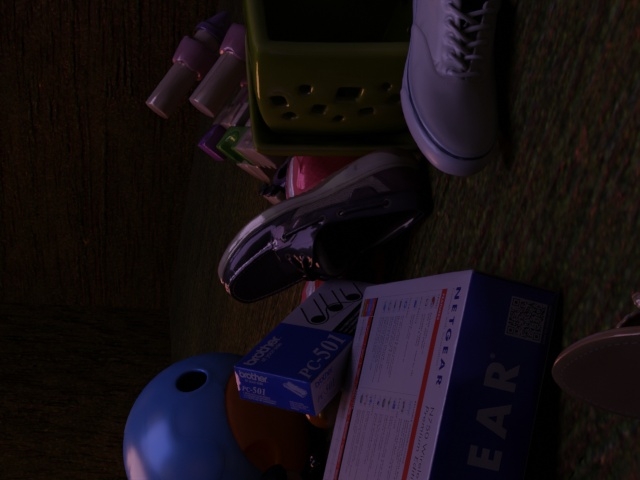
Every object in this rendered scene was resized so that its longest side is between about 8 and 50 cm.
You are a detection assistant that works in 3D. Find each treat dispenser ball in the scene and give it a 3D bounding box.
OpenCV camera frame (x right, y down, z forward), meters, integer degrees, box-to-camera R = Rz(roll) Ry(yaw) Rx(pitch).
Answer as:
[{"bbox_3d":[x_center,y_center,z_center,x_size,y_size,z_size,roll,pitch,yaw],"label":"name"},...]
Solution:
[{"bbox_3d":[-0.157,0.317,1.610,0.288,0.288,0.288,-177,90,-76],"label":"treat dispenser ball"}]

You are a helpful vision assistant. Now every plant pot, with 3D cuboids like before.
[{"bbox_3d":[0.021,-0.220,1.186,0.207,0.227,0.228,101,165,-53],"label":"plant pot"}]

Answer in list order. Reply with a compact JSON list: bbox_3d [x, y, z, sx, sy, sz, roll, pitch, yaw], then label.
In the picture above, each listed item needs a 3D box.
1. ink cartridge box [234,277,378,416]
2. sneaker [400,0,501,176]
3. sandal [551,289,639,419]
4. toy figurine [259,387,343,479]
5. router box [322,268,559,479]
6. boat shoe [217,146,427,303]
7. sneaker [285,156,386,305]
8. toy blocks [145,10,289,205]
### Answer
[{"bbox_3d":[0.004,0.111,1.156,0.207,0.097,0.046,-42,-49,-49],"label":"ink cartridge box"},{"bbox_3d":[0.127,-0.187,0.992,0.091,0.094,0.258,110,159,-62],"label":"sneaker"},{"bbox_3d":[0.233,0.043,0.607,0.079,0.088,0.240,-58,9,-26],"label":"sandal"},{"bbox_3d":[0.016,0.245,1.219,0.213,0.148,0.209,-154,68,-75],"label":"toy figurine"},{"bbox_3d":[0.085,0.204,0.961,0.301,0.082,0.335,162,122,-75],"label":"router box"},{"bbox_3d":[0.000,0.000,1.219,0.285,0.103,0.092,-32,49,18],"label":"boat shoe"},{"bbox_3d":[0.039,-0.009,1.329,0.136,0.116,0.313,155,111,-63],"label":"sneaker"},{"bbox_3d":[-0.043,-0.219,1.540,0.260,0.309,0.288,-56,24,-10],"label":"toy blocks"}]
